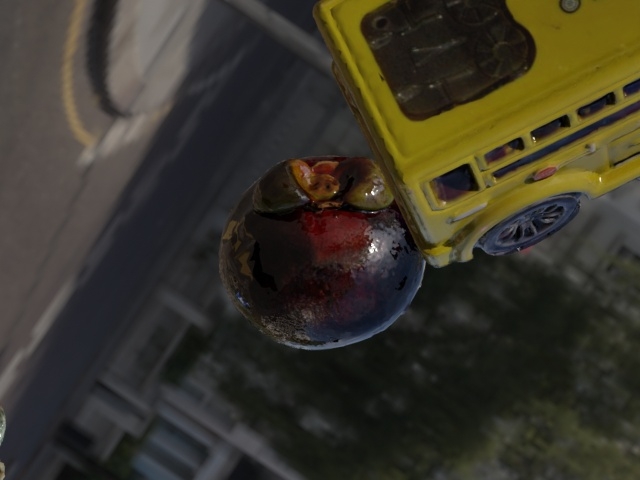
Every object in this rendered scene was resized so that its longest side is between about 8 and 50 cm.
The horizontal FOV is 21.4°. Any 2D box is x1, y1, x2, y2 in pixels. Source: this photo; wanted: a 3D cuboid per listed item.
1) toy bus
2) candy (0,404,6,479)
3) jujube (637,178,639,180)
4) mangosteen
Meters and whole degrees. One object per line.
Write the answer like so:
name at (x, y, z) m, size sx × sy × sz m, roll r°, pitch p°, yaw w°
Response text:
toy bus at (0.171, -0.122, 0.856) m, size 0.331 × 0.145 × 0.151 m, roll -27°, pitch 159°, yaw 4°
candy at (-0.267, 0.079, 1.066) m, size 0.086 × 0.292 × 0.059 m, roll -31°, pitch 162°, yaw -13°
jujube at (0.271, -0.135, 1.272) m, size 0.223 × 0.318 × 0.223 m, roll -59°, pitch 173°, yaw -12°
mangosteen at (0.000, 0.000, 1.192) m, size 0.152 × 0.152 × 0.152 m, roll -56°, pitch -179°, yaw 1°
